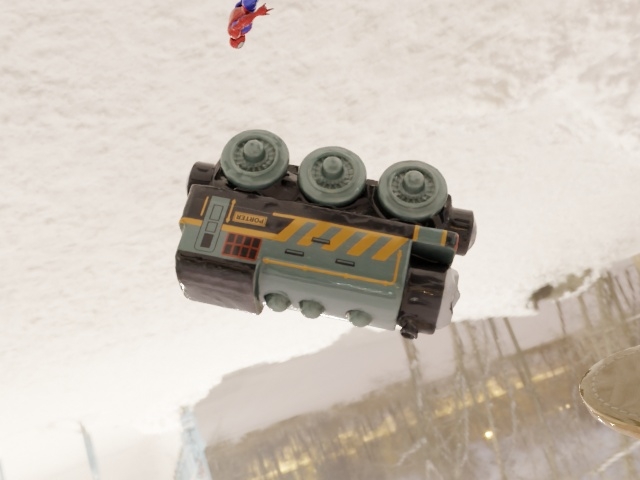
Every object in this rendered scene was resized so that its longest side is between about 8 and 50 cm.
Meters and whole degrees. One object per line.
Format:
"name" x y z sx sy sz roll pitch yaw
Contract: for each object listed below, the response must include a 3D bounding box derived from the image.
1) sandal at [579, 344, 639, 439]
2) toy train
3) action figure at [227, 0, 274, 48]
"sandal" 0.229 0.080 0.283 0.240 0.079 0.088 -17 -166 40
"toy train" 0.000 0.000 0.798 0.333 0.190 0.142 12 152 5
"action figure" -0.054 -0.197 0.584 0.030 0.038 0.115 13 145 -20
